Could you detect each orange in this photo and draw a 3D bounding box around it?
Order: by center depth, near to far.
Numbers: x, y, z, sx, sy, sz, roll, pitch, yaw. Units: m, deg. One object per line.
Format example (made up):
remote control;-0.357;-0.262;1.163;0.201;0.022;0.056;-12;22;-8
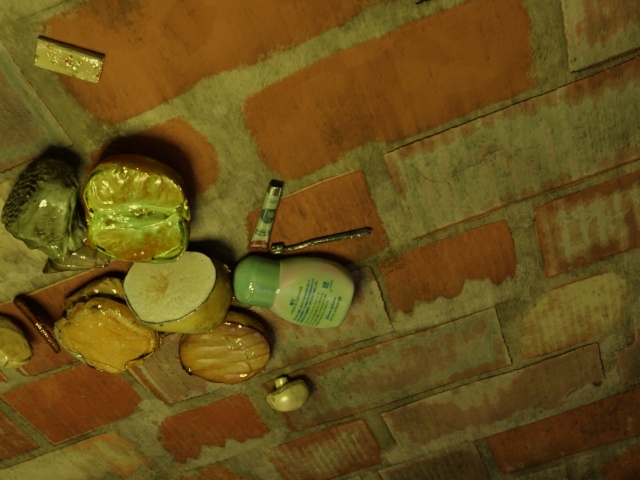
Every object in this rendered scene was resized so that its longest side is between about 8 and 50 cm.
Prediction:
orange;-0.464;-0.081;1.679;0.262;0.196;0.334;4;122;7

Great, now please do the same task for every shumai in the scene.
shumai;-0.659;-0.079;1.647;0.222;0.225;0.260;28;142;-33

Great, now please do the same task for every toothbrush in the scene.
toothbrush;0.000;0.000;1.889;0.297;0.030;0.030;-10;116;2

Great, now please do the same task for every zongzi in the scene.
zongzi;-0.686;0.064;1.836;0.160;0.078;0.176;22;131;-21

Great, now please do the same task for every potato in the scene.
potato;-0.390;0.157;1.841;0.299;0.246;0.196;4;155;21

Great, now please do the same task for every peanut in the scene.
peanut;-1.009;0.273;1.897;0.340;0.158;0.174;20;160;-24

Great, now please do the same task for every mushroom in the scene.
mushroom;-0.113;0.519;2.203;0.154;0.122;0.154;-24;165;-7

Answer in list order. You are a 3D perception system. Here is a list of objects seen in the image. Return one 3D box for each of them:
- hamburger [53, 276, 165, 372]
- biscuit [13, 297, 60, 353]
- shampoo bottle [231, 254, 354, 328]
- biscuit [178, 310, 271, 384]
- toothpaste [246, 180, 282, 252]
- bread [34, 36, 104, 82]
hamburger;-0.621;0.257;1.917;0.318;0.158;0.319;2;127;3
biscuit;-0.824;0.243;1.892;0.206;0.025;0.126;51;154;-2
shampoo bottle;-0.088;0.140;1.905;0.349;0.151;0.222;12;118;-15
biscuit;-0.300;0.334;2.055;0.296;0.102;0.296;-2;129;-3
toothpaste;-0.154;-0.061;1.824;0.062;0.039;0.239;6;127;-19
bread;-0.589;-0.421;1.521;0.153;0.028;0.068;15;125;-14
